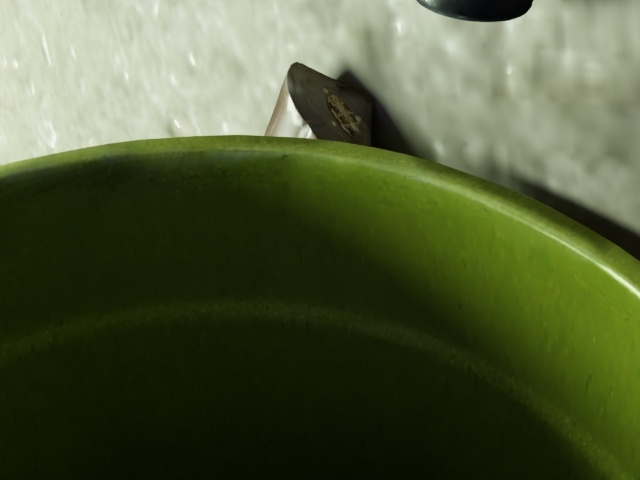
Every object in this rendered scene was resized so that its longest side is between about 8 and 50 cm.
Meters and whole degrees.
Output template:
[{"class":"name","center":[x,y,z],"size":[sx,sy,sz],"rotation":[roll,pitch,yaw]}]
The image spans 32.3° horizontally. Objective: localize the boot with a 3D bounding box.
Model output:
[{"class":"boot","center":[0.000,0.000,0.434],"size":[0.106,0.037,0.114],"rotation":[55,139,15]}]

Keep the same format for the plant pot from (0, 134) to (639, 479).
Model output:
[{"class":"plant pot","center":[-0.043,0.214,0.368],"size":[0.366,0.366,0.353],"rotation":[33,145,40]}]

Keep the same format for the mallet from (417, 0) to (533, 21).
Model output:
[{"class":"mallet","center":[0.095,-0.055,0.272],"size":[0.189,0.039,0.062],"rotation":[39,135,30]}]
